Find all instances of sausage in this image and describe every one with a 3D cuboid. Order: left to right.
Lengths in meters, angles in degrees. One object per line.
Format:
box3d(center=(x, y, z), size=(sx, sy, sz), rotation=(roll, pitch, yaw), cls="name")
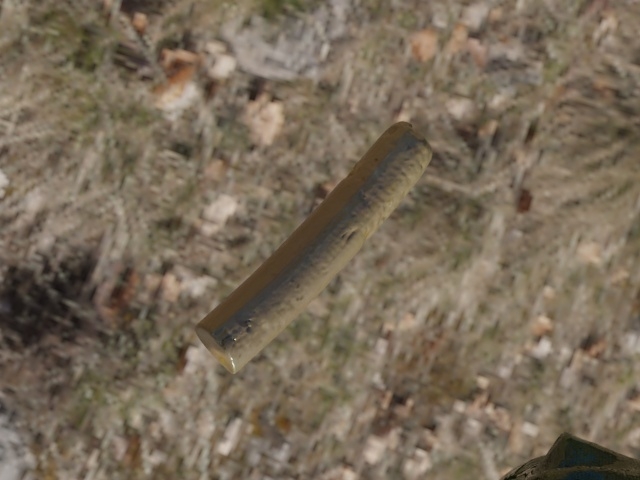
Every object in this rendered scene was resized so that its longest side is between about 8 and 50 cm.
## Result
box3d(center=(0.000, 0.002, 1.361), size=(0.301, 0.065, 0.066), rotation=(-45, 148, -18), cls="sausage")

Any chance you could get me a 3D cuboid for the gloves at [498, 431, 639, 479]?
box3d(center=(0.129, 0.158, 0.698), size=(0.268, 0.107, 0.135), rotation=(10, 73, -81), cls="gloves")
